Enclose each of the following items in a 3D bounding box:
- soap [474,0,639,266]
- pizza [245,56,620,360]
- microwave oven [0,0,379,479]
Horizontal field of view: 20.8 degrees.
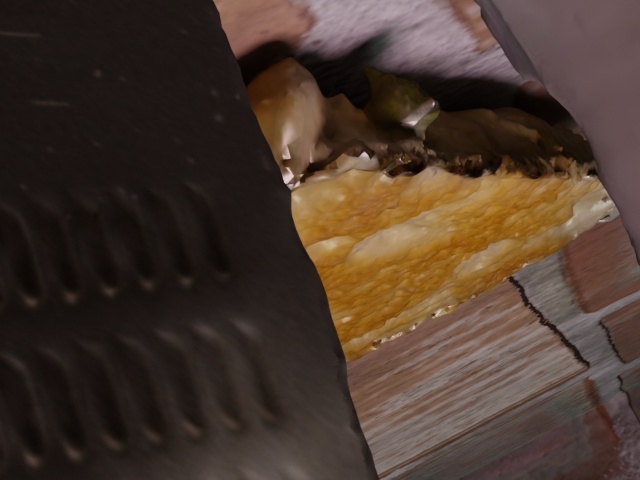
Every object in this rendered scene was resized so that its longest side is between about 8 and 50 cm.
[{"bbox_3d":[0.323,-0.119,0.853,0.350,0.213,0.435,-36,162,28],"label":"soap"},{"bbox_3d":[-0.027,0.009,0.942,0.435,0.080,0.392,-28,164,0],"label":"pizza"},{"bbox_3d":[-0.172,0.124,0.520,0.236,0.374,0.432,-8,154,-25],"label":"microwave oven"}]
